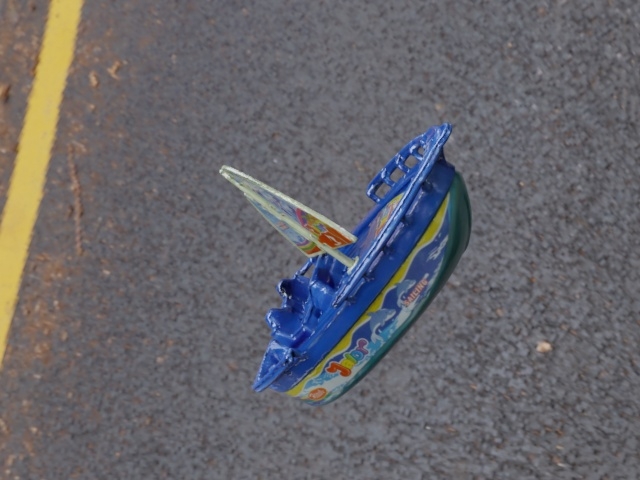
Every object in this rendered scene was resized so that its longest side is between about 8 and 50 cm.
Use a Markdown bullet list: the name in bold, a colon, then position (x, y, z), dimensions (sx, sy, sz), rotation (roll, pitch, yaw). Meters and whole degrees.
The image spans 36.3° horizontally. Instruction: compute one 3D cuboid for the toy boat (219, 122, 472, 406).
- **toy boat**: position (0.000, 0.000, 0.441), dimensions (0.175, 0.110, 0.091), rotation (-50, 15, 43)
